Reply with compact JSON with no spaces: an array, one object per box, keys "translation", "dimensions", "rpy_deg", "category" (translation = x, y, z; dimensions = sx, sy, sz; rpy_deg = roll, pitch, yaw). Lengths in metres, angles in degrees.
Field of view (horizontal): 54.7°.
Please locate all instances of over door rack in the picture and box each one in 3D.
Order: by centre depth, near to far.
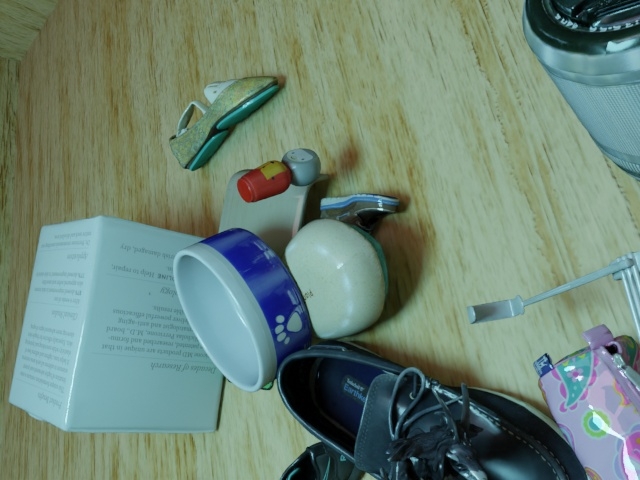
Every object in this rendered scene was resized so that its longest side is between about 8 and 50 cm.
[{"translation":[0.262,0.143,0.559],"dimensions":[0.324,0.108,0.239],"rpy_deg":[128,135,-71],"category":"over door rack"}]

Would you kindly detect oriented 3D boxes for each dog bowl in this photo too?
[{"translation":[-0.136,0.115,1.044],"dimensions":[0.265,0.104,0.264],"rpy_deg":[36,141,37],"category":"dog bowl"}]

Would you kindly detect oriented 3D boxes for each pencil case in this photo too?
[{"translation":[0.341,0.231,0.634],"dimensions":[0.124,0.124,0.284],"rpy_deg":[-45,51,30],"category":"pencil case"}]

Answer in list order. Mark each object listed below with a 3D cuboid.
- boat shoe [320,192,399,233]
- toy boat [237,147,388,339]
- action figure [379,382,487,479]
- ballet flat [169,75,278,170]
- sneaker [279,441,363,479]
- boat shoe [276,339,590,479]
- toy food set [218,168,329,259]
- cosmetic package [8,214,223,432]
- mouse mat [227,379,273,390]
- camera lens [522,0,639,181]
[{"translation":[0.066,-0.042,1.055],"dimensions":[0.183,0.066,0.066],"rpy_deg":[-2,83,57],"category":"boat shoe"},{"translation":[0.000,0.000,1.001],"dimensions":[0.318,0.148,0.267],"rpy_deg":[60,149,5],"category":"toy boat"},{"translation":[0.127,0.297,0.665],"dimensions":[0.141,0.164,0.275],"rpy_deg":[33,115,38],"category":"action figure"},{"translation":[-0.234,-0.285,1.388],"dimensions":[0.349,0.123,0.123],"rpy_deg":[-35,56,40],"category":"ballet flat"},{"translation":[-0.037,0.410,1.009],"dimensions":[0.267,0.106,0.101],"rpy_deg":[-59,46,21],"category":"sneaker"},{"translation":[0.123,0.260,0.839],"dimensions":[0.500,0.156,0.186],"rpy_deg":[18,92,46],"category":"boat shoe"},{"translation":[-0.098,0.012,1.207],"dimensions":[0.220,0.092,0.305],"rpy_deg":[10,91,41],"category":"toy food set"},{"translation":[-0.412,0.178,1.312],"dimensions":[0.330,0.328,0.393],"rpy_deg":[-2,77,47],"category":"cosmetic package"},{"translation":[-0.134,0.198,1.245],"dimensions":[0.153,0.007,0.189],"rpy_deg":[-3,76,47],"category":"mouse mat"},{"translation":[0.344,-0.191,0.599],"dimensions":[0.219,0.274,0.219],"rpy_deg":[-25,49,32],"category":"camera lens"}]
